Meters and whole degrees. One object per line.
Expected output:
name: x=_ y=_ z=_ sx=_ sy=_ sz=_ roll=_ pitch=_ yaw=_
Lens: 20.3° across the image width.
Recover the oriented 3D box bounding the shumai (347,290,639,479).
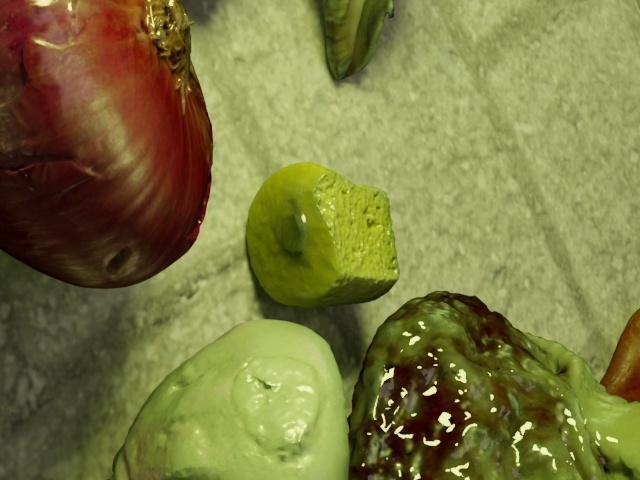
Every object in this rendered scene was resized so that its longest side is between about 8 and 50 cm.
shumai: x=0.207 y=0.232 z=1.522 sx=0.395 sy=0.348 sz=0.395 roll=0 pitch=90 yaw=-66

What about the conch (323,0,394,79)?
conch: x=0.027 y=-0.357 z=1.682 sx=0.169 sy=0.203 sz=0.386 roll=-106 pitch=-170 yaw=-57

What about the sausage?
sausage: x=0.310 y=0.169 z=1.878 sx=0.302 sy=0.076 sz=0.103 roll=-37 pitch=107 yaw=-42

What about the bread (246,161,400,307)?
bread: x=0.000 y=0.000 z=1.600 sx=0.114 sy=0.111 sz=0.129 roll=8 pitch=73 yaw=-47

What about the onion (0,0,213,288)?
onion: x=-0.228 y=-0.120 z=1.332 sx=0.347 sy=0.285 sz=0.347 roll=-19 pitch=90 yaw=-86

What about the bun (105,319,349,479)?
bun: x=-0.081 y=0.203 z=1.405 sx=0.187 sy=0.293 sz=0.293 roll=0 pitch=79 yaw=-12
